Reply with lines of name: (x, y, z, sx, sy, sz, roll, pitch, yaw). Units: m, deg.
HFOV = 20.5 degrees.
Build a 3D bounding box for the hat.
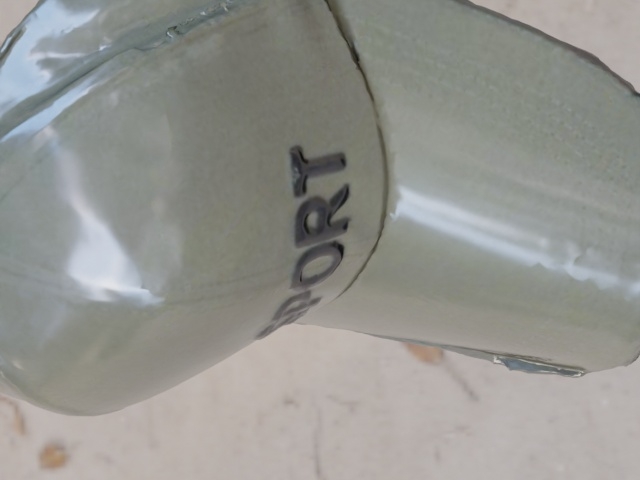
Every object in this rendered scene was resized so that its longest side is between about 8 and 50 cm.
hat: (0.000, 0.000, 0.419, 0.085, 0.175, 0.147, -76, 2, -51)
